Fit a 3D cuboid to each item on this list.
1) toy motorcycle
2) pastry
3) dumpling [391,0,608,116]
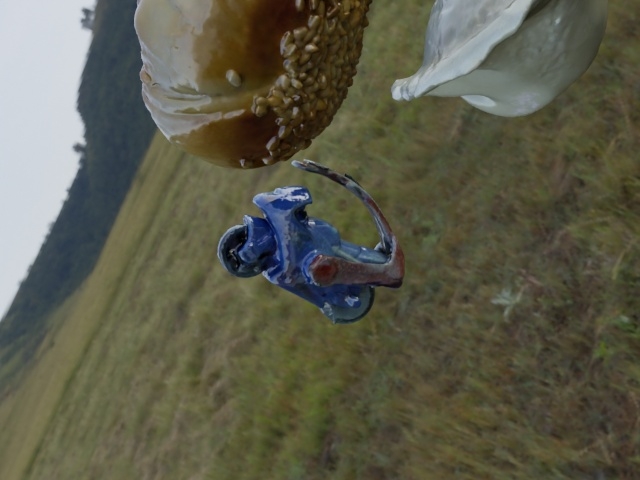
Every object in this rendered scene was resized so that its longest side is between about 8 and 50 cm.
[{"bbox_3d":[-0.010,-0.001,1.511,0.182,0.319,0.241,-24,44,57],"label":"toy motorcycle"},{"bbox_3d":[-0.077,-0.288,1.189,0.410,0.245,0.410,-53,-23,-35],"label":"pastry"},{"bbox_3d":[0.123,-0.147,0.601,0.166,0.126,0.216,-35,26,23],"label":"dumpling"}]
